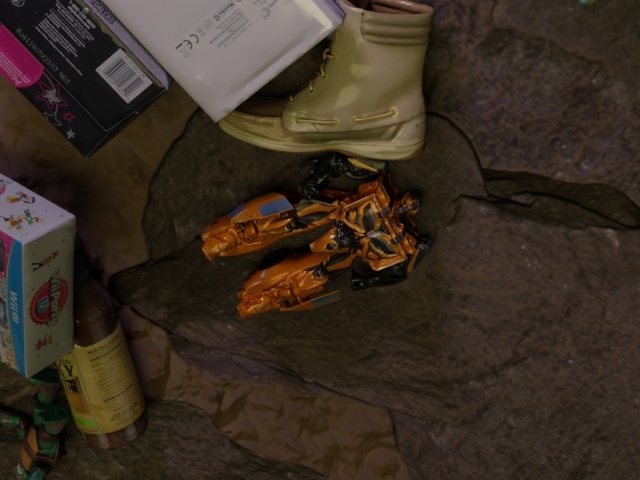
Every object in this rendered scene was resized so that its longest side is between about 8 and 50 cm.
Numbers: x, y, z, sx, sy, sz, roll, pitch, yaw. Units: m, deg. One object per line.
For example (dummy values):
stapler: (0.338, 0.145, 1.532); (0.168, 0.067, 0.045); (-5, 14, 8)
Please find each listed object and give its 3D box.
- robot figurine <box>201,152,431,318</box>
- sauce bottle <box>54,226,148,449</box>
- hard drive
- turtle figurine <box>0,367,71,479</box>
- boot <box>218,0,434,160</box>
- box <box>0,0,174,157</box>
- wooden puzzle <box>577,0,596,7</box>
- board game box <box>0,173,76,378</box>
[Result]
robot figurine: (0.000, 0.000, 1.691); (0.291, 0.085, 0.211); (-19, 115, 23)
sauce bottle: (-0.339, 0.138, 1.843); (0.111, 0.111, 0.344); (-4, 117, 16)
hard drive: (-0.153, -0.313, 1.460); (0.210, 0.040, 0.319); (-34, 107, 28)
turtle figurine: (-0.451, 0.315, 1.974); (0.175, 0.118, 0.234); (50, 127, 31)
boot: (0.006, -0.208, 1.560); (0.262, 0.095, 0.203); (7, 122, 7)
box: (-0.302, -0.260, 1.577); (0.163, 0.142, 0.247); (-35, 108, 27)
wooden puzzle: (0.314, -0.301, 1.483); (0.083, 0.006, 0.049); (-23, 112, 24)
board game box: (-0.472, 0.016, 1.741); (0.303, 0.097, 0.224); (26, 127, 27)
